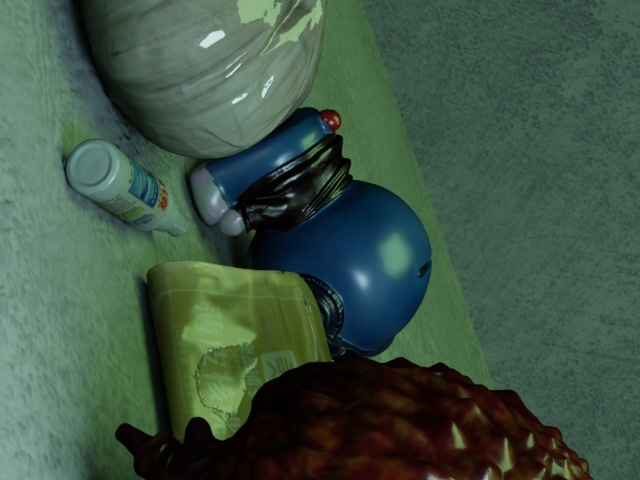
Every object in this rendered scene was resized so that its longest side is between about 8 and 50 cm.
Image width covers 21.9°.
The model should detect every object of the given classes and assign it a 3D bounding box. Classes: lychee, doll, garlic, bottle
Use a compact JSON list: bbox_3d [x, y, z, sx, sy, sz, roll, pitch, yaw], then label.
[{"bbox_3d":[0.034,0.297,1.375,0.500,0.425,0.424,28,14,4],"label":"lychee"},{"bbox_3d":[0.000,0.000,2.010,0.310,0.240,0.284,63,29,-14],"label":"doll"},{"bbox_3d":[-0.122,-0.247,1.761,0.317,0.259,0.317,-16,90,-81],"label":"garlic"},{"bbox_3d":[-0.186,-0.043,1.663,0.217,0.060,0.060,43,31,-67],"label":"bottle"}]

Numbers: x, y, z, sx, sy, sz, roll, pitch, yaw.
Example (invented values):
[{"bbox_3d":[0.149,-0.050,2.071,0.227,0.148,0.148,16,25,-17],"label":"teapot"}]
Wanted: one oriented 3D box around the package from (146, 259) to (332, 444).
[{"bbox_3d":[-0.051,0.180,1.683,0.221,0.165,0.311,49,25,-59],"label":"package"}]
